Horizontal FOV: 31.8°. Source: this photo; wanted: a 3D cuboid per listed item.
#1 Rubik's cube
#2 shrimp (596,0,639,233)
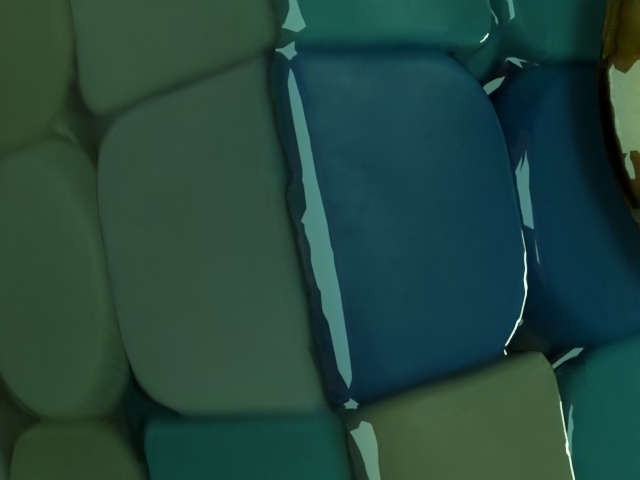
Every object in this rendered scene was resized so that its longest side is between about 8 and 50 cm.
[{"bbox_3d":[0.000,0.000,0.569,0.344,0.347,0.346,-10,91,-46],"label":"Rubik's cube"},{"bbox_3d":[0.174,-0.096,0.471,0.150,0.068,0.248,15,77,-36],"label":"shrimp"}]
